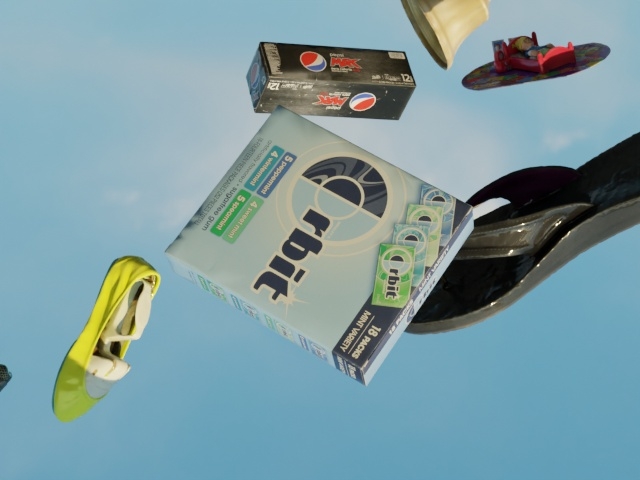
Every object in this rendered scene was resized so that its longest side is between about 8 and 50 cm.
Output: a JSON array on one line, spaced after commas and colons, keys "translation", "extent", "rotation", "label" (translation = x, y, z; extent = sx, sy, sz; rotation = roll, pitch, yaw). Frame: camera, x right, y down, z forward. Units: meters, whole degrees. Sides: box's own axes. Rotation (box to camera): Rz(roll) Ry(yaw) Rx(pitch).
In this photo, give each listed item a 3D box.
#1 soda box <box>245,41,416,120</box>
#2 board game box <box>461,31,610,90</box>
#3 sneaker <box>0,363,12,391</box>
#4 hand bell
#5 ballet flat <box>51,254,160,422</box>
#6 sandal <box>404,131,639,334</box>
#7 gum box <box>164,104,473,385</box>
[{"translation": [0.011, -0.167, 1.482], "extent": [0.169, 0.060, 0.053], "rotation": [1, -127, -22], "label": "soda box"}, {"translation": [0.236, -0.208, 1.568], "extent": [0.169, 0.033, 0.133], "rotation": [-7, -160, 24], "label": "board game box"}, {"translation": [-0.436, 0.135, 1.719], "extent": [0.076, 0.065, 0.166], "rotation": [-38, -113, -10], "label": "sneaker"}, {"translation": [0.234, -0.334, 1.813], "extent": [0.242, 0.126, 0.126], "rotation": [-31, -147, -3], "label": "hand bell"}, {"translation": [-0.266, 0.128, 1.777], "extent": [0.077, 0.231, 0.077], "rotation": [17, 169, 33], "label": "ballet flat"}, {"translation": [0.267, -0.038, 1.748], "extent": [0.446, 0.107, 0.167], "rotation": [-32, -149, 8], "label": "sandal"}, {"translation": [0.000, 0.000, 1.091], "extent": [0.184, 0.041, 0.157], "rotation": [29, -110, 20], "label": "gum box"}]
